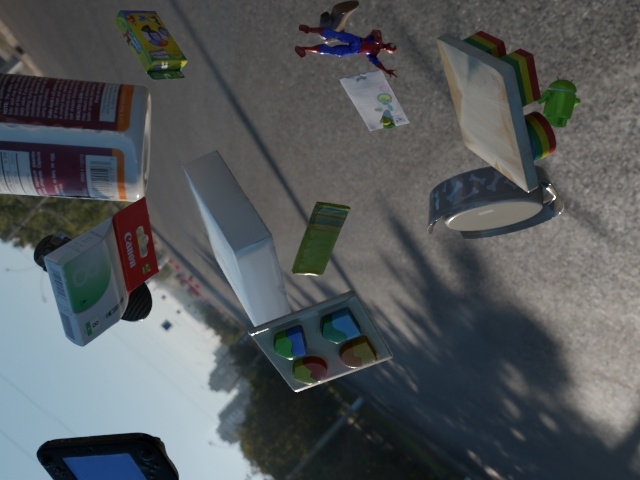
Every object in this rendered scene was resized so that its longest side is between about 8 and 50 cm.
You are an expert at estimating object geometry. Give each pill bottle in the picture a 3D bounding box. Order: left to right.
[{"bbox_3d":[-0.522,-0.193,1.332,0.393,0.223,0.224,4,176,-10],"label":"pill bottle"}]

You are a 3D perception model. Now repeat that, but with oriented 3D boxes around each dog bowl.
[{"bbox_3d":[0.441,-0.097,1.851,0.349,0.349,0.102,80,-178,-74],"label":"dog bowl"}]

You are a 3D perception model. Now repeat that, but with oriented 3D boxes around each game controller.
[{"bbox_3d":[-0.465,0.494,1.569,0.067,0.319,0.166,-60,-44,-60],"label":"game controller"}]

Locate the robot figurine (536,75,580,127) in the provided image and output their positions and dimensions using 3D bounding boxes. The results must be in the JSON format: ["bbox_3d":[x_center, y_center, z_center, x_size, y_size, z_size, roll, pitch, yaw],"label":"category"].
[{"bbox_3d":[0.561,-0.324,1.679,0.101,0.115,0.067,8,-174,-20],"label":"robot figurine"}]

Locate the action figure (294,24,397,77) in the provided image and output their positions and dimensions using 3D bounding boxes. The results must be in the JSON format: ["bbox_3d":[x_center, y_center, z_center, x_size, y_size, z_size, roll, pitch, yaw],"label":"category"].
[{"bbox_3d":[0.093,-0.470,1.764,0.139,0.281,0.091,45,132,42],"label":"action figure"}]

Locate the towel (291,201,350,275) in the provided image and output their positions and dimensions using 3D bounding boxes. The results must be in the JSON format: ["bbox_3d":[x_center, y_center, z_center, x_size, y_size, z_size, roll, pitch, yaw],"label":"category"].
[{"bbox_3d":[0.000,0.000,1.971,0.102,0.237,0.021,6,-147,-24],"label":"towel"}]

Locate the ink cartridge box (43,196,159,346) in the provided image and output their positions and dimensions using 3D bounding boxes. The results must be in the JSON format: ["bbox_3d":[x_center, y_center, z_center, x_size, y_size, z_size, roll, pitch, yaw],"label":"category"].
[{"bbox_3d":[-0.360,0.052,1.252,0.056,0.225,0.180,24,132,29],"label":"ink cartridge box"}]

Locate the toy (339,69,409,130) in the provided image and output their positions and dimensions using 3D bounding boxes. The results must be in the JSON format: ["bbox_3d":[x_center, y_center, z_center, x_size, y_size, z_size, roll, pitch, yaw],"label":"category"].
[{"bbox_3d":[0.169,-0.434,2.168,0.137,0.056,0.237,-7,142,27],"label":"toy"}]

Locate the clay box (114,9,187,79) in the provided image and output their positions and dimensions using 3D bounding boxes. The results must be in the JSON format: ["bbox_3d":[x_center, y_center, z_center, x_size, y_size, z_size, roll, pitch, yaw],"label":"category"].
[{"bbox_3d":[-0.475,-0.557,2.042,0.222,0.127,0.053,55,130,12],"label":"clay box"}]

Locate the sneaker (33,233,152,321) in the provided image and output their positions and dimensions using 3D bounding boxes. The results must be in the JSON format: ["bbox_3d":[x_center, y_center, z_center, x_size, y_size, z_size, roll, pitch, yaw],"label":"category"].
[{"bbox_3d":[-0.507,0.099,1.684,0.331,0.122,0.146,29,164,22],"label":"sneaker"}]

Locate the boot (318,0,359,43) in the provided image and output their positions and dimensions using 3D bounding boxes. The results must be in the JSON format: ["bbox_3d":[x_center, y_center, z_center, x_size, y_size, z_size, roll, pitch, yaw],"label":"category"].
[{"bbox_3d":[0.048,-0.553,1.826,0.087,0.119,0.042,73,175,-53],"label":"boot"}]

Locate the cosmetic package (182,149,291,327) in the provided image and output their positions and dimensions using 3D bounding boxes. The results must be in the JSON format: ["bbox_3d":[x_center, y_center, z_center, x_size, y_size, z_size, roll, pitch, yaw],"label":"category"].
[{"bbox_3d":[-0.184,0.020,1.653,0.284,0.098,0.377,52,163,33],"label":"cosmetic package"}]

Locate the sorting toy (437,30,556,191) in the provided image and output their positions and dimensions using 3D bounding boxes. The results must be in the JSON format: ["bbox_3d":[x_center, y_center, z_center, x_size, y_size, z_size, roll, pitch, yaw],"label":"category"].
[{"bbox_3d":[0.346,-0.262,1.372,0.255,0.089,0.257,66,175,-33],"label":"sorting toy"}]

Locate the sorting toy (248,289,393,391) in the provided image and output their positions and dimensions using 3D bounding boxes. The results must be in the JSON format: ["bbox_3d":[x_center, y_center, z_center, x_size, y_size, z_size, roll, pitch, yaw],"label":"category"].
[{"bbox_3d":[0.005,0.182,1.219,0.038,0.193,0.208,-100,-16,-46],"label":"sorting toy"}]
